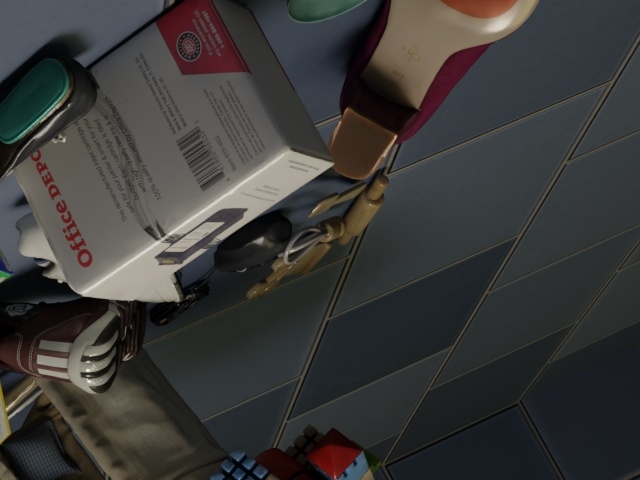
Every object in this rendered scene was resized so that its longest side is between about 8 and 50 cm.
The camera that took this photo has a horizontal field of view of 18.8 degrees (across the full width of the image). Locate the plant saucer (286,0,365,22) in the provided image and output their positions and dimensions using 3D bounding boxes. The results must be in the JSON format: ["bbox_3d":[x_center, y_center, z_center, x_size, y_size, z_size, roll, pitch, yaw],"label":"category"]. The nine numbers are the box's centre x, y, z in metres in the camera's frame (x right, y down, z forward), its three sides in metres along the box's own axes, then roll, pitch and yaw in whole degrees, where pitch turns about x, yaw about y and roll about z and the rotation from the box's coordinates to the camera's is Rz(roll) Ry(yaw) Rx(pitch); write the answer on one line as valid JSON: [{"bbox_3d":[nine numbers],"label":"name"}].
[{"bbox_3d":[0.019,-0.238,1.732,0.119,0.021,0.119,-26,163,-9],"label":"plant saucer"}]

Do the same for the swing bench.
[{"bbox_3d":[-0.271,0.264,2.266,0.254,0.253,0.165,-49,157,18],"label":"swing bench"}]

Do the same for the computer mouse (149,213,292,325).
[{"bbox_3d":[-0.119,0.044,2.317,0.242,0.041,0.071,-39,161,35],"label":"computer mouse"}]

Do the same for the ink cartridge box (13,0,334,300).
[{"bbox_3d":[-0.137,-0.079,1.692,0.237,0.172,0.100,-34,163,17],"label":"ink cartridge box"}]

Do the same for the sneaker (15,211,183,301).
[{"bbox_3d":[-0.219,0.001,1.970,0.129,0.111,0.297,-14,161,8],"label":"sneaker"}]

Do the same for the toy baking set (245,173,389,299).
[{"bbox_3d":[0.004,-0.003,2.308,0.197,0.030,0.256,-37,170,-35],"label":"toy baking set"}]

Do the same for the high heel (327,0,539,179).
[{"bbox_3d":[0.124,-0.232,1.860,0.377,0.127,0.181,-49,-172,36],"label":"high heel"}]

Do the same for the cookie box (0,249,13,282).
[{"bbox_3d":[-0.332,-0.005,1.741,0.040,0.092,0.107,-33,163,7],"label":"cookie box"}]

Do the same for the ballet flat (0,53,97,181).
[{"bbox_3d":[-0.270,-0.084,1.650,0.203,0.074,0.074,-36,162,17],"label":"ballet flat"}]

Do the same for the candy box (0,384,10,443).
[{"bbox_3d":[-0.365,0.137,1.943,0.105,0.027,0.206,-45,137,-49],"label":"candy box"}]

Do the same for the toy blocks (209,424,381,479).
[{"bbox_3d":[-0.068,0.343,2.208,0.381,0.191,0.261,-47,152,-17],"label":"toy blocks"}]

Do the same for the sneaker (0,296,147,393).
[{"bbox_3d":[-0.283,0.083,2.110,0.163,0.106,0.281,7,-169,5],"label":"sneaker"}]
